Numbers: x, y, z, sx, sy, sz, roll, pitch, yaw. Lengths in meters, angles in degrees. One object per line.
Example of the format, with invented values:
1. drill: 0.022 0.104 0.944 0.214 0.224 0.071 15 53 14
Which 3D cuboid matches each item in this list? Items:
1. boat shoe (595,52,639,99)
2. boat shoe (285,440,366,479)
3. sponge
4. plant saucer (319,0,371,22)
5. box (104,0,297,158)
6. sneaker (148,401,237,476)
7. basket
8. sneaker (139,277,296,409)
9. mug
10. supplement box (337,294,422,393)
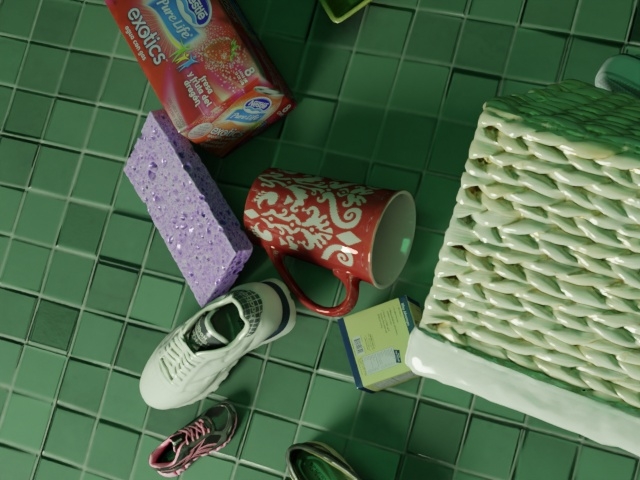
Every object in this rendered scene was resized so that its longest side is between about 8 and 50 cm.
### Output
1. boat shoe: 0.435 -0.122 1.469 0.302 0.109 0.094 31 73 14
2. boat shoe: 0.042 0.300 1.516 0.223 0.073 0.080 42 94 22
3. sponge: -0.157 -0.038 1.645 0.210 0.031 0.117 59 142 20
4. plant saucer: 0.056 -0.373 1.672 0.188 0.045 0.188 -34 70 9
5. box: -0.152 -0.242 1.670 0.123 0.128 0.257 -34 70 9
6. sneaker: -0.148 0.227 1.607 0.119 0.057 0.047 -40 67 6
7. basket: 0.298 0.018 1.317 0.331 0.328 0.266 18 107 21
8. sneaker: -0.136 0.118 1.584 0.235 0.095 0.090 -41 76 29
9. mug: -0.001 -0.008 1.571 0.169 0.113 0.150 16 53 25
10. supplement box: 0.075 0.115 1.554 0.083 0.056 0.083 -20 73 14
